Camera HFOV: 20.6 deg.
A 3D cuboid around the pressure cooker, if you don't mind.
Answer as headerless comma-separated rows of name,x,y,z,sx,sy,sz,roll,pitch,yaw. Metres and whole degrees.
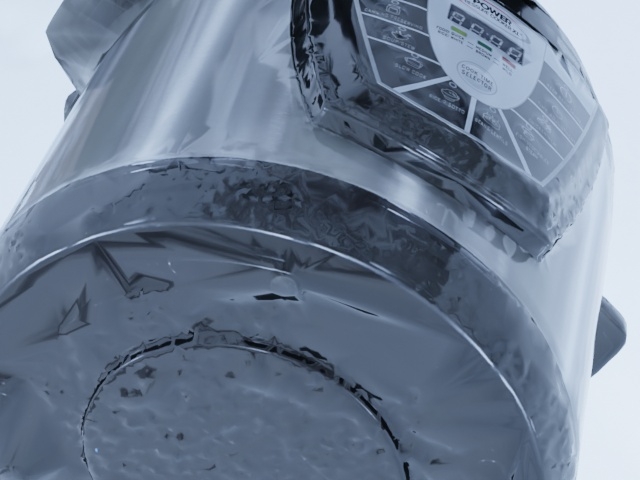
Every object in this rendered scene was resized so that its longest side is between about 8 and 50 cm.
pressure cooker,-0.005,0.003,1.113,0.375,0.370,0.420,-2,34,17
